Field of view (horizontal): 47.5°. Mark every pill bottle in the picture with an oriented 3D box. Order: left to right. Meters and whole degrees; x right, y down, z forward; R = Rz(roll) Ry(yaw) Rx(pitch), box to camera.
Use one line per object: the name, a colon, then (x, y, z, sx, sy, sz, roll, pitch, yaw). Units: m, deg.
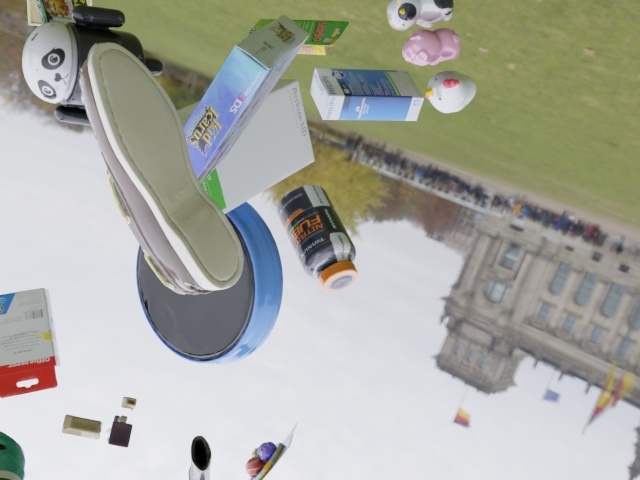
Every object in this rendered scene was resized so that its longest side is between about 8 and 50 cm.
pill bottle: (0.000, 0.000, 1.672, 0.130, 0.130, 0.245, 13, -139, -47)

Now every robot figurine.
robot figurine: (-0.477, -0.363, 1.530, 0.278, 0.209, 0.174, -1, 171, -38)

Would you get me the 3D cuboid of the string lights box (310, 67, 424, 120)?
string lights box: (0.118, -0.376, 1.868, 0.260, 0.076, 0.133, -3, -135, -18)

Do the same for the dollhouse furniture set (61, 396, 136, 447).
dollhouse furniture set: (-0.396, 0.317, 1.283, 0.114, 0.090, 0.081, 18, 148, -23)

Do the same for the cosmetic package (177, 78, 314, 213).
cosmetic package: (-0.199, -0.185, 1.480, 0.155, 0.196, 0.366, 14, -142, 42)

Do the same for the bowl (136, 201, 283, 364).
bowl: (-0.257, 0.082, 1.591, 0.391, 0.391, 0.077, 25, -162, 31)

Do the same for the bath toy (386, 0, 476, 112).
bath toy: (0.244, -0.456, 1.635, 0.152, 0.348, 0.129, -18, 176, 15)

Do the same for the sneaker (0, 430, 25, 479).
sneaker: (-0.756, 0.477, 1.522, 0.296, 0.123, 0.178, -6, -153, -2)

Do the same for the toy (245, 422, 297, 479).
toy: (-0.147, 0.526, 1.697, 0.056, 0.237, 0.137, 34, -169, -1)

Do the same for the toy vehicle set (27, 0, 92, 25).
toy vehicle set: (-0.690, -0.694, 1.922, 0.166, 0.266, 0.035, 0, -139, -18)

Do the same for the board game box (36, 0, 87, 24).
board game box: (-0.638, -0.571, 1.813, 0.030, 0.259, 0.136, -17, 177, 34)

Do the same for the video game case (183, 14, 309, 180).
video game case: (-0.139, -0.200, 1.104, 0.061, 0.269, 0.244, 36, -152, -7)

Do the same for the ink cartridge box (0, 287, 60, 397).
ink cartridge box: (-0.682, 0.234, 1.673, 0.134, 0.230, 0.078, -9, 174, -12)

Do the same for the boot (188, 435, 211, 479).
boot: (-0.322, 0.658, 1.994, 0.076, 0.208, 0.189, -9, -122, -26)

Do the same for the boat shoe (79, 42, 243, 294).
boat shoe: (-0.211, -0.077, 0.894, 0.097, 0.324, 0.116, -16, -162, 37)

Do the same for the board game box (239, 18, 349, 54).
board game box: (-0.063, -0.518, 1.843, 0.260, 0.124, 0.039, 7, 136, 25)
